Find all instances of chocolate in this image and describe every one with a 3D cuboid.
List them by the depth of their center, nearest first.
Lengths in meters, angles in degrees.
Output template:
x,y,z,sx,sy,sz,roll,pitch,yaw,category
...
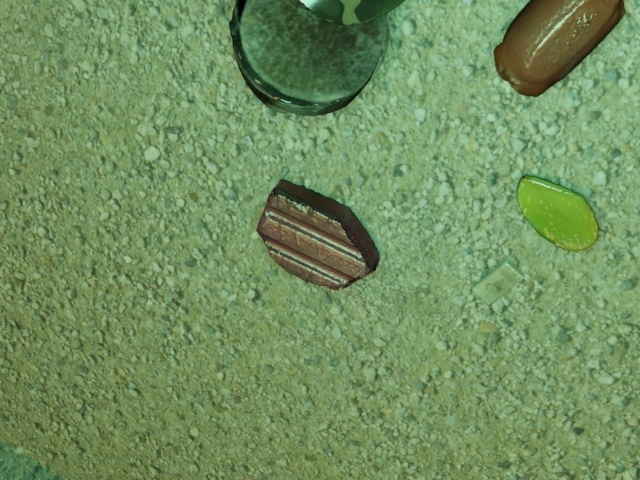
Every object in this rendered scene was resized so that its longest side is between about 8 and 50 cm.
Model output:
x,y,z,sx,sy,sz,roll,pitch,yaw,category
-0.029,-0.376,1.556,0.304,0.213,0.303,1,79,-6,chocolate

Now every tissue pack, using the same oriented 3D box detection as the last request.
x,y,z,sx,sy,sz,roll,pitch,yaw,category
0.396,0.093,1.743,0.056,0.023,0.108,42,122,-4,tissue pack

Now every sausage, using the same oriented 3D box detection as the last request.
x,y,z,sx,sy,sz,roll,pitch,yaw,category
0.435,-0.387,1.424,0.152,0.152,0.279,41,118,-3,sausage

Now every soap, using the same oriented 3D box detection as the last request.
x,y,z,sx,sy,sz,roll,pitch,yaw,category
0.000,0.000,1.789,0.289,0.112,0.182,25,121,7,soap

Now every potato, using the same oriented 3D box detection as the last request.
x,y,z,sx,sy,sz,roll,pitch,yaw,category
0.489,-0.063,1.618,0.198,0.054,0.119,34,122,7,potato

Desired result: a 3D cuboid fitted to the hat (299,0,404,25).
x,y,z,sx,sy,sz,roll,pitch,yaw,category
0.099,-0.582,1.361,0.382,0.257,0.366,-39,86,-7,hat
